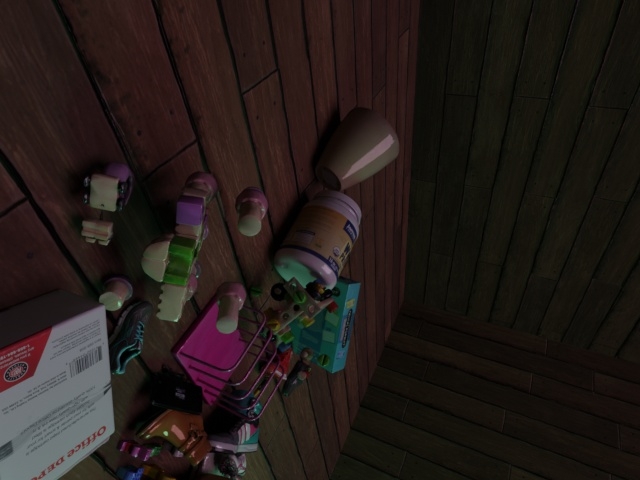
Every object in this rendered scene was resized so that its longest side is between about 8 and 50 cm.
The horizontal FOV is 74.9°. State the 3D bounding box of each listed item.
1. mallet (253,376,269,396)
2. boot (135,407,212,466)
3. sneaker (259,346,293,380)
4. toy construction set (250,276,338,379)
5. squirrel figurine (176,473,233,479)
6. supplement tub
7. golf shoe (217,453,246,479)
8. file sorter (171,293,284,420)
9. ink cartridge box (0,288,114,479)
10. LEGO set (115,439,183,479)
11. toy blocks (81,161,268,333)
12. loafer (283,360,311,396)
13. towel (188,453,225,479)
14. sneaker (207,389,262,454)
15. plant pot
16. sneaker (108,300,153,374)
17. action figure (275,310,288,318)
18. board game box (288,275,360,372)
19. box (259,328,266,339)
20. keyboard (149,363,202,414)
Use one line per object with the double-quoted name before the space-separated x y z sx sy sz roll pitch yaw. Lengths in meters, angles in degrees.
"mallet" -0.217 0.538 1.474 0.190 0.063 0.039 -23 125 -63
"boot" -0.345 0.482 1.021 0.152 0.073 0.197 61 18 10
"sneaker" -0.163 0.443 1.552 0.221 0.087 0.127 81 21 -67
"toy construction set" -0.069 0.246 1.215 0.237 0.258 0.308 72 5 -75
"squirrel figurine" -0.389 0.819 1.044 0.397 0.281 0.370 43 77 -38
"supplement tub" 0.000 0.000 1.462 0.316 0.229 0.228 -62 154 -30
"golf shoe" -0.274 0.699 1.314 0.186 0.068 0.085 92 14 -45
"file sorter" -0.232 0.333 1.162 0.202 0.182 0.290 -57 151 -38
"ink cartridge box" -0.456 0.245 0.670 0.197 0.114 0.272 -31 130 -61
"LEGO set" -0.396 0.548 1.014 0.086 0.093 0.227 -68 157 -18
"toy blocks" -0.284 -0.011 0.867 0.260 0.309 0.288 -105 -150 -64
"loafer" -0.100 0.593 1.784 0.170 0.061 0.062 -57 152 -38
"towel" -0.351 0.746 1.299 0.187 0.049 0.282 35 70 -64
"sneaker" -0.261 0.540 1.256 0.295 0.124 0.178 59 31 -62
"plant pot" 0.113 -0.316 1.574 0.274 0.257 0.256 -46 146 -23
"sneaker" -0.388 0.202 0.857 0.065 0.076 0.166 74 37 -52
"action figure" -0.145 0.276 1.542 0.115 0.030 0.038 15 94 -66
"board game box" 0.001 0.286 1.580 0.079 0.254 0.335 0 104 -50
"box" -0.185 0.312 1.477 0.083 0.018 0.067 72 38 -53
"keyboard" -0.363 0.375 1.042 0.192 0.038 0.100 54 25 -53
